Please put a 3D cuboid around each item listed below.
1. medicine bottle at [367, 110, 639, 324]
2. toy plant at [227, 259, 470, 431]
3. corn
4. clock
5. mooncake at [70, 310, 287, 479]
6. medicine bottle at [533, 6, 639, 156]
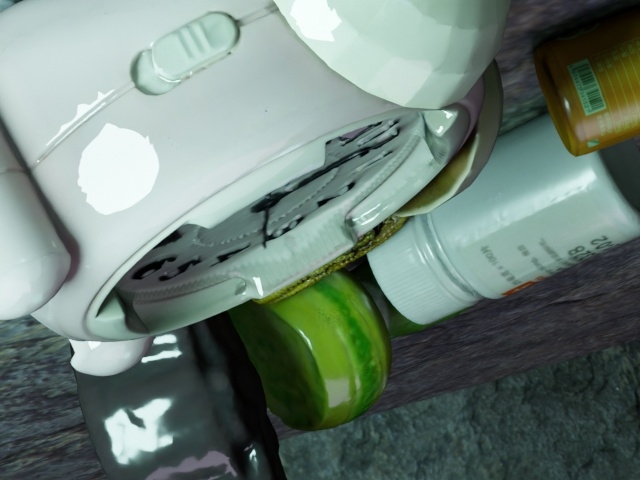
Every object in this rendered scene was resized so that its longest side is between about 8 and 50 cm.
[{"bbox_3d":[0.174,-0.024,1.464,0.252,0.144,0.144,-25,166,25],"label":"medicine bottle"},{"bbox_3d":[0.066,0.058,1.662,0.316,0.184,0.224,-30,180,-35],"label":"toy plant"},{"bbox_3d":[0.000,0.000,1.469,0.203,0.072,0.072,-29,164,34],"label":"corn"},{"bbox_3d":[-0.046,-0.068,0.904,0.326,0.184,0.342,-24,172,0],"label":"clock"},{"bbox_3d":[-0.120,0.153,1.455,0.141,0.283,0.283,-21,167,4],"label":"mooncake"},{"bbox_3d":[0.271,-0.141,1.230,0.192,0.096,0.096,-21,167,4],"label":"medicine bottle"}]
